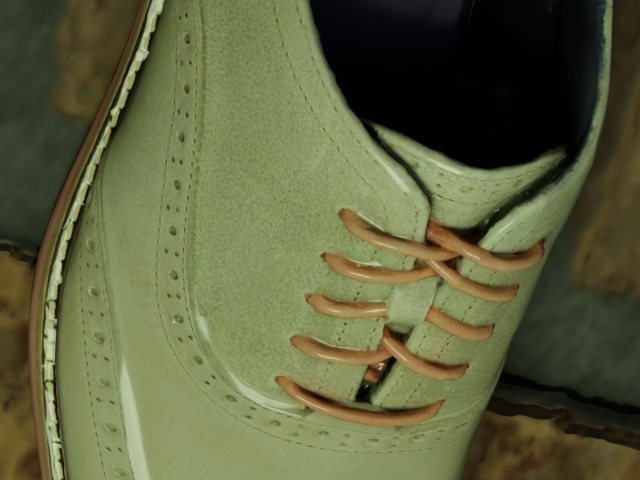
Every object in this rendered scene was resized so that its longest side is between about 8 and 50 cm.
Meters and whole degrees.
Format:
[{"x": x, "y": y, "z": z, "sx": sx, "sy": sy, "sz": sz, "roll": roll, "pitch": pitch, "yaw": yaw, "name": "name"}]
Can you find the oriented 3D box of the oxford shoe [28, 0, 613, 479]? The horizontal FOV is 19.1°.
[{"x": 0.000, "y": 0.000, "z": 0.548, "sx": 0.140, "sy": 0.146, "sz": 0.397, "roll": 0, "pitch": 106, "yaw": -19, "name": "oxford shoe"}]
